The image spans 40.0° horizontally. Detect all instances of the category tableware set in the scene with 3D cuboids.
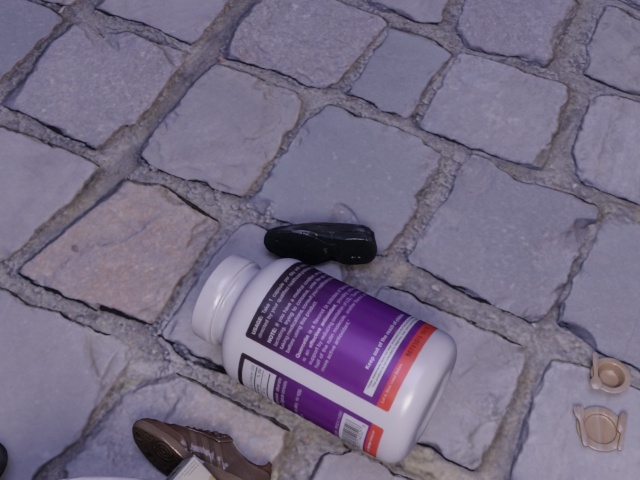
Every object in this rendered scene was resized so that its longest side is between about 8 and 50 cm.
[{"bbox_3d":[0.428,0.230,1.193,0.169,0.020,0.141,12,54,7],"label":"tableware set"}]

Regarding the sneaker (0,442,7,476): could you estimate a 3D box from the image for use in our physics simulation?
[{"bbox_3d":[-0.502,0.289,1.060,0.234,0.106,0.078,-15,56,-13],"label":"sneaker"}]

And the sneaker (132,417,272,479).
[{"bbox_3d":[-0.150,0.274,1.123,0.188,0.066,0.071,29,41,12],"label":"sneaker"}]

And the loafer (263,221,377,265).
[{"bbox_3d":[0.000,0.000,1.330,0.170,0.062,0.061,7,32,-1],"label":"loafer"}]

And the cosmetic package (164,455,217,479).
[{"bbox_3d":[-0.139,0.322,1.056,0.115,0.041,0.060,47,54,-6],"label":"cosmetic package"}]

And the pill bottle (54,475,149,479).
[{"bbox_3d":[-0.229,0.458,0.873,0.224,0.224,0.392,-7,54,-8],"label":"pill bottle"}]

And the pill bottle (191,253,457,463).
[{"bbox_3d":[0.001,0.139,1.143,0.323,0.181,0.181,26,57,16],"label":"pill bottle"}]
